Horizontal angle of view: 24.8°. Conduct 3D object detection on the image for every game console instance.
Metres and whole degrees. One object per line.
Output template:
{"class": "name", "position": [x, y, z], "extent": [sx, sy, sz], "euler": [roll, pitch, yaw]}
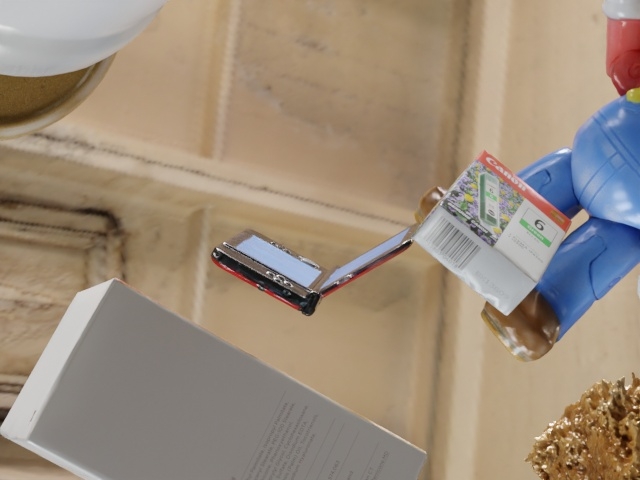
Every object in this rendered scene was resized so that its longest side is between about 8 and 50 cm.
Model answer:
{"class": "game console", "position": [0.000, 0.000, 1.083], "extent": [0.124, 0.144, 0.085], "euler": [29, -81, 4]}

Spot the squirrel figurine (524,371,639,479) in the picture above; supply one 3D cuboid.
{"class": "squirrel figurine", "position": [0.422, 0.336, 1.679], "extent": [0.397, 0.370, 0.281], "euler": [38, -82, -7]}

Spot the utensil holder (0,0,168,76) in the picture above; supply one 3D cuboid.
{"class": "utensil holder", "position": [-0.088, -0.314, 0.764], "extent": [0.328, 0.385, 0.327], "euler": [28, -131, -38]}

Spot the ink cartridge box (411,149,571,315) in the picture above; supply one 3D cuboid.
{"class": "ink cartridge box", "position": [0.096, -0.013, 0.759], "extent": [0.063, 0.029, 0.115], "euler": [40, -146, 2]}

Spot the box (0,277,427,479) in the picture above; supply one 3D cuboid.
{"class": "box", "position": [-0.109, 0.197, 1.404], "extent": [0.345, 0.215, 0.168], "euler": [31, -104, -13]}

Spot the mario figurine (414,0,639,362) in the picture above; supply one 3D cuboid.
{"class": "mario figurine", "position": [0.209, -0.073, 0.902], "extent": [0.320, 0.170, 0.198], "euler": [-39, -80, 9]}

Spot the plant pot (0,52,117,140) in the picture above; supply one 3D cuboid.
{"class": "plant pot", "position": [-0.268, -0.186, 1.214], "extent": [0.236, 0.032, 0.236], "euler": [-14, -58, -24]}
